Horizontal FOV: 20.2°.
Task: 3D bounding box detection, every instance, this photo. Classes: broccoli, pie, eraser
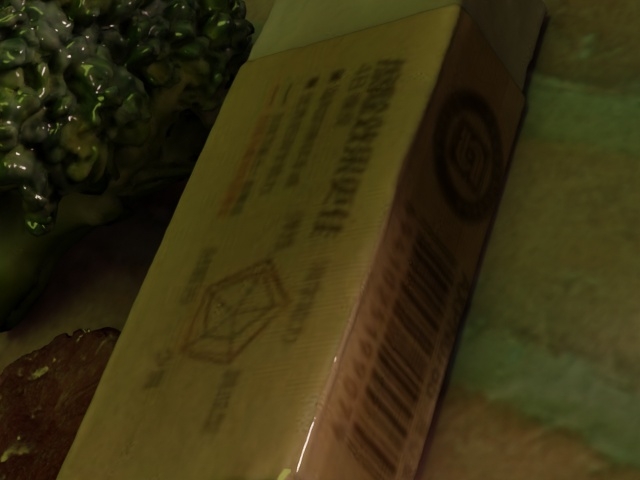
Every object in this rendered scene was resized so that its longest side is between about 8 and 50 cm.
[{"bbox_3d":[-0.162,-0.082,0.989,0.248,0.288,0.245,43,105,26],"label":"broccoli"},{"bbox_3d":[-0.134,0.107,0.888,0.154,0.036,0.154,-25,38,22],"label":"pie"},{"bbox_3d":[0.000,0.000,0.840,0.144,0.078,0.343,-10,44,36],"label":"eraser"}]
